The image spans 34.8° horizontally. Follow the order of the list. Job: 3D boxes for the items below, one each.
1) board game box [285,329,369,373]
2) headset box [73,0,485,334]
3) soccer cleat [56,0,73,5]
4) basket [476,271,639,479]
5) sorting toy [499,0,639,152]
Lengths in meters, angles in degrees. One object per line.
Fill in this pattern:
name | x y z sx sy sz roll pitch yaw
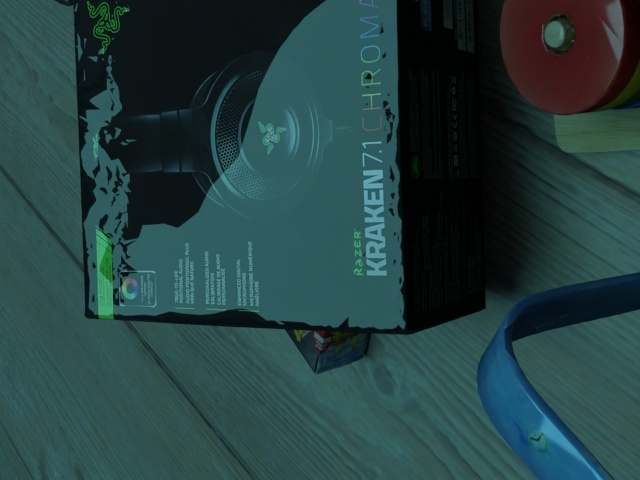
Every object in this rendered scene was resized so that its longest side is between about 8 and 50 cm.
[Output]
board game box | 0.000 0.000 0.853 0.194 0.060 0.194 -44 67 47
headset box | -0.039 -0.067 0.722 0.283 0.131 0.247 1 93 31
soccer cleat | -0.093 -0.255 0.879 0.331 0.143 0.116 14 127 28
basket | 0.227 0.093 0.351 0.255 0.288 0.201 57 140 30
sorting toy | 0.189 -0.172 0.507 0.257 0.089 0.256 2 101 55
